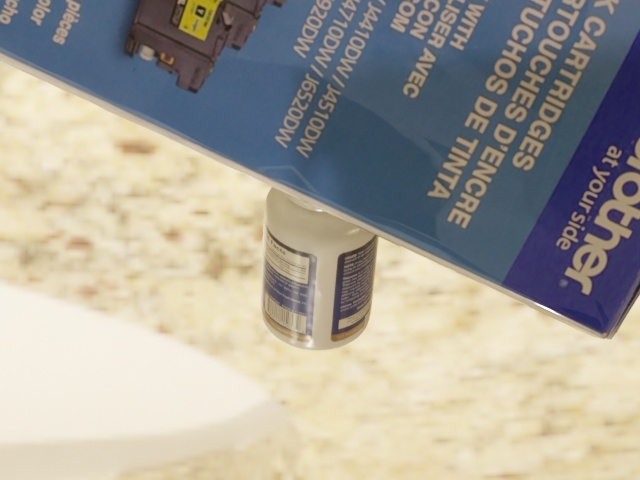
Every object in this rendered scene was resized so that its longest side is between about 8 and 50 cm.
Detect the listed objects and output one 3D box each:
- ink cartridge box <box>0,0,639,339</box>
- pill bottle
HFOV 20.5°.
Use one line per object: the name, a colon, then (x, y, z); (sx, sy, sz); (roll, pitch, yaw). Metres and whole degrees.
ink cartridge box: (0.017, -0.112, 0.728); (0.395, 0.270, 0.151); (27, 105, -9)
pill bottle: (0.000, 0.000, 1.012); (0.067, 0.067, 0.120); (0, 132, -4)
